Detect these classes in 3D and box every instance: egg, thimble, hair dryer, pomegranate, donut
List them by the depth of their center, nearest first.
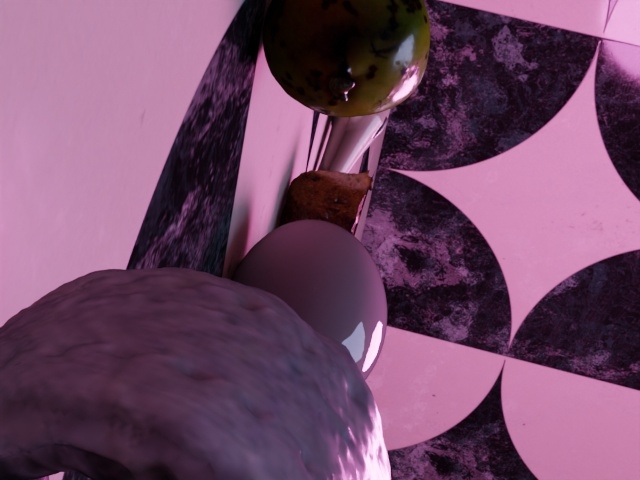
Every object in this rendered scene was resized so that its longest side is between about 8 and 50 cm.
[{"bbox_3d":[-0.082,0.138,0.497,0.157,0.217,0.245,-60,171,-67],"label":"thimble"},{"bbox_3d":[0.022,-0.215,1.075,0.156,0.156,0.220,90,-4,-69],"label":"pomegranate"},{"bbox_3d":[-0.015,0.074,1.231,0.176,0.176,0.232,98,1,-47],"label":"egg"},{"bbox_3d":[-0.018,0.037,1.473,0.295,0.112,0.151,-72,180,-46],"label":"donut"},{"bbox_3d":[0.034,-0.172,1.739,0.225,0.088,0.219,27,81,-71],"label":"hair dryer"}]
